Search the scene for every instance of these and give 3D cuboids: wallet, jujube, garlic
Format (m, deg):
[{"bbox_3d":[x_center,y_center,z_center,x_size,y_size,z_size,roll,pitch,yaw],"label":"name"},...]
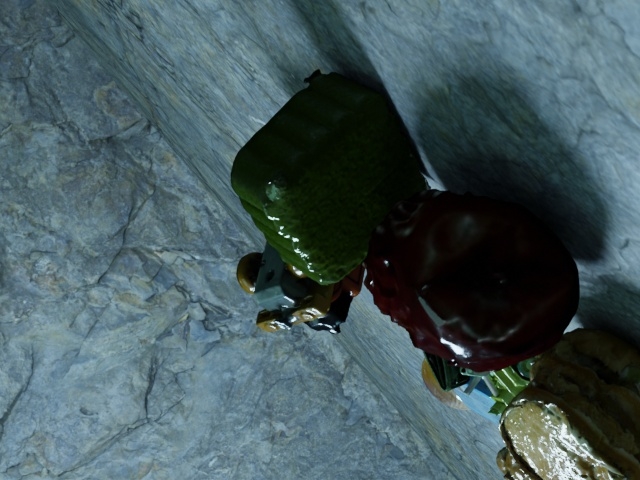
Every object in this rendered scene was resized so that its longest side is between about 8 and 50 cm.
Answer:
[{"bbox_3d":[0.246,0.206,1.796,0.236,0.055,0.160,10,-116,-69],"label":"wallet"},{"bbox_3d":[0.190,0.049,1.260,0.258,0.258,0.376,49,165,-11],"label":"jujube"},{"bbox_3d":[0.324,0.346,2.216,0.198,0.090,0.128,48,158,21],"label":"garlic"}]

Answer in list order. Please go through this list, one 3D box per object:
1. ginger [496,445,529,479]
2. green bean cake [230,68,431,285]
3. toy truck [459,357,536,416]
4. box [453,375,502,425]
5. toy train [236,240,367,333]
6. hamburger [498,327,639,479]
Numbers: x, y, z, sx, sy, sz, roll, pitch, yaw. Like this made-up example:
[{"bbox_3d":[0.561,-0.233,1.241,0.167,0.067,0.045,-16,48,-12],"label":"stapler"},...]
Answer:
[{"bbox_3d":[0.491,0.485,1.844,0.274,0.152,0.357,40,171,10],"label":"ginger"},{"bbox_3d":[0.011,-0.093,1.404,0.156,0.250,0.247,34,164,47],"label":"green bean cake"},{"bbox_3d":[0.358,0.280,1.717,0.259,0.135,0.128,45,170,-5],"label":"toy truck"},{"bbox_3d":[0.361,0.319,1.977,0.142,0.083,0.232,52,167,-21],"label":"box"},{"bbox_3d":[0.000,0.000,1.655,0.231,0.369,0.163,32,145,-31],"label":"toy train"},{"bbox_3d":[0.379,0.244,1.307,0.260,0.211,0.245,20,144,55],"label":"hamburger"}]
